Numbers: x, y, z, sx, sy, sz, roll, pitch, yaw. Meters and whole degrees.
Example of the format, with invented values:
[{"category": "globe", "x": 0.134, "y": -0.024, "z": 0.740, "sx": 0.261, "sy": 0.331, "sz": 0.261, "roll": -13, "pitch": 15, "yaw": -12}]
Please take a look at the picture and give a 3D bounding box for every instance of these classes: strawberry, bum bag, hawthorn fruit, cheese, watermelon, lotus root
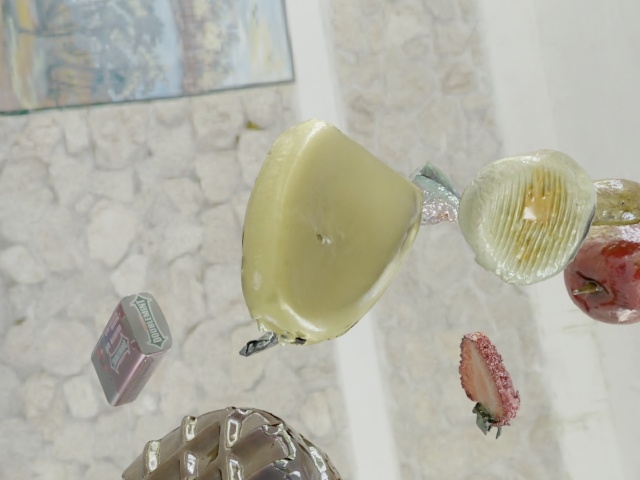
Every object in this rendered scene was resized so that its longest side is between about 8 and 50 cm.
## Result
[{"category": "strawberry", "x": 0.437, "y": 0.357, "z": 2.306, "sx": 0.188, "sy": 0.106, "sz": 0.286, "roll": 25, "pitch": -49, "yaw": 59}, {"category": "bum bag", "x": -0.124, "y": 0.241, "z": 2.326, "sx": 0.087, "sy": 0.197, "sz": 0.049, "roll": -18, "pitch": -80, "yaw": 48}, {"category": "hawthorn fruit", "x": 0.683, "y": 0.073, "z": 2.094, "sx": 0.287, "sy": 0.330, "sz": 0.287, "roll": 27, "pitch": -53, "yaw": 43}, {"category": "cheese", "x": 0.000, "y": 0.000, "z": 1.285, "sx": 0.316, "sy": 0.259, "sz": 0.128, "roll": -61, "pitch": -167, "yaw": -19}, {"category": "watermelon", "x": 0.189, "y": -0.106, "z": 1.867, "sx": 0.207, "sy": 0.202, "sz": 0.136, "roll": -133, "pitch": -145, "yaw": -63}, {"category": "lotus root", "x": 0.602, "y": -0.082, "z": 1.962, "sx": 0.110, "sy": 0.258, "sz": 0.097, "roll": -91, "pitch": 177, "yaw": -51}]

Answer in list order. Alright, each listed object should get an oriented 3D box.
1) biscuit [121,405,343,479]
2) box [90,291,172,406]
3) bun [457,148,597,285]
[{"category": "biscuit", "x": -0.095, "y": 0.302, "z": 0.854, "sx": 0.115, "sy": 0.268, "sz": 0.366, "roll": 45, "pitch": 16, "yaw": -30}, {"category": "box", "x": -0.336, "y": 0.194, "z": 1.598, "sx": 0.120, "sy": 0.069, "sz": 0.224, "roll": 61, "pitch": -39, "yaw": 21}, {"category": "bun", "x": 0.355, "y": -0.042, "z": 1.584, "sx": 0.153, "sy": 0.243, "sz": 0.244, "roll": -91, "pitch": 177, "yaw": -74}]
